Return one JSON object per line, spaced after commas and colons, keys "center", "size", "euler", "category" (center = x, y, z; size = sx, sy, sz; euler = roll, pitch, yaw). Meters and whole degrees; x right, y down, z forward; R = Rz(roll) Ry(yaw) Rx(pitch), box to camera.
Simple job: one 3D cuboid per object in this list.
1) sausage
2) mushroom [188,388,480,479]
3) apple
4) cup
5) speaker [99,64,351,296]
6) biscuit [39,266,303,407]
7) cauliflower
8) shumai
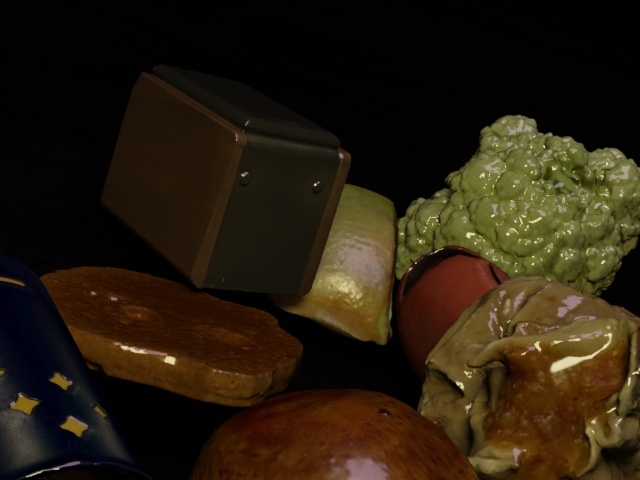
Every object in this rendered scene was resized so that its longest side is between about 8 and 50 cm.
{"center": [0.176, 0.117, 1.425], "size": [0.152, 0.152, 0.279], "euler": [12, 30, -32], "category": "sausage"}
{"center": [0.019, 0.216, 1.036], "size": [0.263, 0.195, 0.283], "euler": [4, -7, 39], "category": "mushroom"}
{"center": [0.000, 0.000, 1.508], "size": [0.193, 0.120, 0.265], "euler": [14, 26, -5], "category": "apple"}
{"center": [-0.269, 0.136, 0.918], "size": [0.255, 0.178, 0.256], "euler": [7, 31, -40], "category": "cup"}
{"center": [-0.107, -0.063, 1.393], "size": [0.153, 0.192, 0.231], "euler": [7, 19, -38], "category": "speaker"}
{"center": [-0.145, 0.086, 1.191], "size": [0.257, 0.049, 0.273], "euler": [16, 11, 2], "category": "biscuit"}
{"center": [0.243, -0.026, 1.640], "size": [0.327, 0.260, 0.281], "euler": [-12, 10, 1], "category": "cauliflower"}
{"center": [0.247, 0.181, 1.172], "size": [0.314, 0.267, 0.262], "euler": [59, -9, 1], "category": "shumai"}
